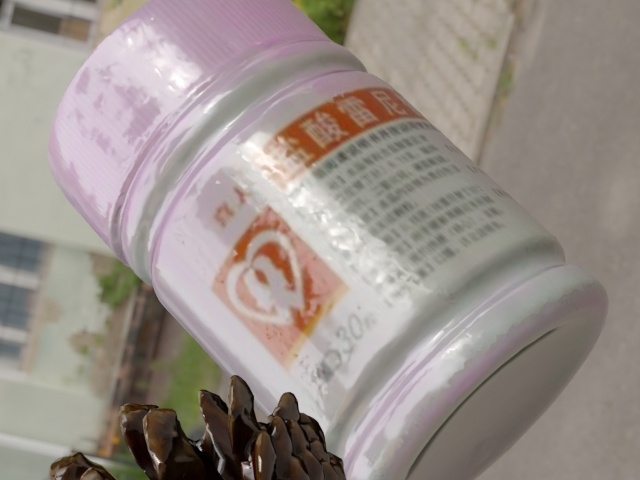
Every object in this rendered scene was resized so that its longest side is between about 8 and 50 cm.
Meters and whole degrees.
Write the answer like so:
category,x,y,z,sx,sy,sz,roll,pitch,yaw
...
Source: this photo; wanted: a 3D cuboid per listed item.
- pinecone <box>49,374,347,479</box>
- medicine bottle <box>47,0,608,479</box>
category,x,y,z,sx,sy,sz,roll,pitch,yaw
pinecone,-0.053,0.160,0.644,0.208,0.207,0.208,-167,90,-81
medicine bottle,0.000,0.000,0.976,0.202,0.316,0.202,-38,-23,-19
